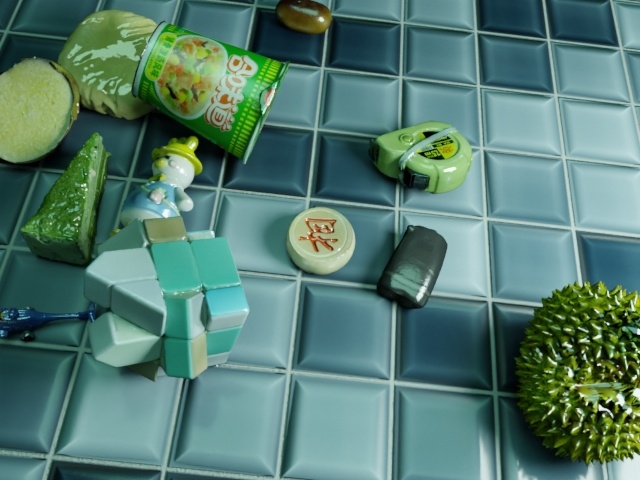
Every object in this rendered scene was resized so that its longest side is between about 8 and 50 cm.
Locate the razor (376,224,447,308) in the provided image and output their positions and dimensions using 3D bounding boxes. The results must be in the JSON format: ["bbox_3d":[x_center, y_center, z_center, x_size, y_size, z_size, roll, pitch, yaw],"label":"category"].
[{"bbox_3d":[0.163,0.043,1.150,0.090,0.054,0.148,26,62,6],"label":"razor"}]

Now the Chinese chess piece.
[{"bbox_3d":[0.000,0.000,1.163,0.122,0.051,0.122,2,60,-4],"label":"Chinese chess piece"}]

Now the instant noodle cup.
[{"bbox_3d":[-0.198,-0.277,1.187,0.232,0.207,0.207,25,60,-8],"label":"instant noodle cup"}]

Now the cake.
[{"bbox_3d":[-0.431,-0.077,1.141,0.099,0.100,0.236,3,60,-4],"label":"cake"}]

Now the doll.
[{"bbox_3d":[-0.277,-0.085,1.164,0.098,0.135,0.241,29,59,-21],"label":"doll"}]

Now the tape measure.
[{"bbox_3d":[0.205,-0.155,1.250,0.177,0.088,0.154,-22,52,-18],"label":"tape measure"}]

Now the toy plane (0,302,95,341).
[{"bbox_3d":[-0.443,0.122,1.050,0.167,0.062,0.054,-2,59,-18],"label":"toy plane"}]

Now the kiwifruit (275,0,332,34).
[{"bbox_3d":[-0.036,-0.483,1.431,0.124,0.075,0.075,13,59,6],"label":"kiwifruit"}]

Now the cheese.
[{"bbox_3d":[-0.384,-0.338,1.297,0.213,0.117,0.226,27,66,6],"label":"cheese"}]

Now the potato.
[{"bbox_3d":[-0.522,-0.234,1.210,0.164,0.081,0.200,41,95,-5],"label":"potato"}]

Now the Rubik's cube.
[{"bbox_3d":[-0.241,0.101,0.992,0.212,0.224,0.265,-7,57,-27],"label":"Rubik's cube"}]

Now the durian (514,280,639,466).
[{"bbox_3d":[0.427,0.187,1.005,0.290,0.224,0.292,0,92,13],"label":"durian"}]
